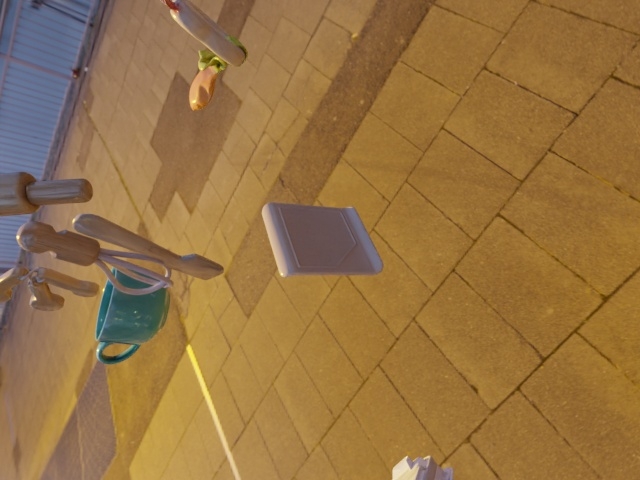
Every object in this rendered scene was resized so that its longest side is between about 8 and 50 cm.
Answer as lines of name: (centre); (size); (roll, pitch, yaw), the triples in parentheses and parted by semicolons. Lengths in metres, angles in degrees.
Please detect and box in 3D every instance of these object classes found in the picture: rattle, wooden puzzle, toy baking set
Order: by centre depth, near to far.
toy baking set: (-0.225, 0.007, 0.364); (0.196, 0.257, 0.030); (84, 178, -61)
rattle: (-0.210, -0.290, 0.624); (0.143, 0.200, 0.130); (-28, 90, 18)
wooden puzzle: (0.000, 0.000, 0.976); (0.044, 0.239, 0.220); (110, 149, -41)

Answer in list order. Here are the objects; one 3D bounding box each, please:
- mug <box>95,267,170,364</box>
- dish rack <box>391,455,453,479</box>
mug: (-0.326, 0.124, 0.742); (0.157, 0.098, 0.129); (-55, 36, 30)
dish rack: (0.061, 0.472, 0.664); (0.333, 0.285, 0.072); (-45, 69, 8)
